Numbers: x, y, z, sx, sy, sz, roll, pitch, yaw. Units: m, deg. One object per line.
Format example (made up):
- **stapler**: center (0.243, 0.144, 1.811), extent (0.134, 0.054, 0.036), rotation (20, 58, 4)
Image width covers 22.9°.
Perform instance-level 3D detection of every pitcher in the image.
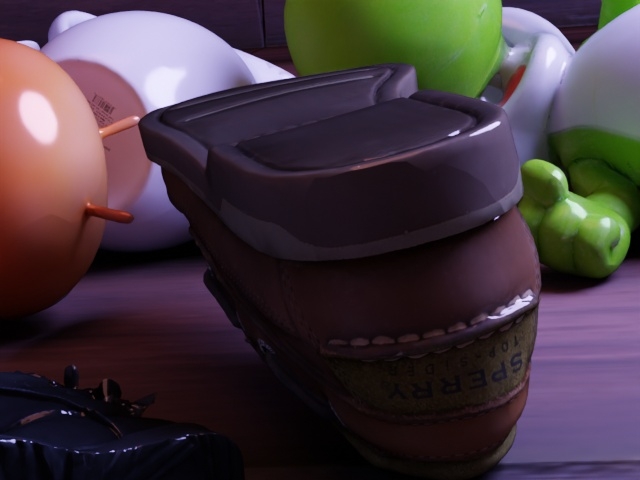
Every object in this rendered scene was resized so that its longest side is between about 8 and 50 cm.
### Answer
- **pitcher**: center (-0.105, -0.074, 0.865), extent (0.178, 0.125, 0.207), rotation (30, 16, 13)

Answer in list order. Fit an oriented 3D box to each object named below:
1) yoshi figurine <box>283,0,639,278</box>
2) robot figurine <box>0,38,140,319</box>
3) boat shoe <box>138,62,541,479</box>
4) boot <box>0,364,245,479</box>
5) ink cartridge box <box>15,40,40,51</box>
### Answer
- **yoshi figurine**: center (0.125, -0.087, 0.744), extent (0.362, 0.203, 0.203), rotation (-1, 17, 35)
- **robot figurine**: center (-0.188, -0.020, 0.681), extent (0.219, 0.128, 0.158), rotation (-6, -10, -1)
- **boat shoe**: center (0.000, 0.000, 0.568), extent (0.111, 0.104, 0.307), rotation (-14, 13, -3)
- **boot**: center (-0.091, 0.061, 0.420), extent (0.121, 0.045, 0.099), rotation (-5, 10, -45)
- **ink cartridge box**: center (-0.226, -0.046, 0.849), extent (0.198, 0.115, 0.067), rotation (-12, 10, -31)
